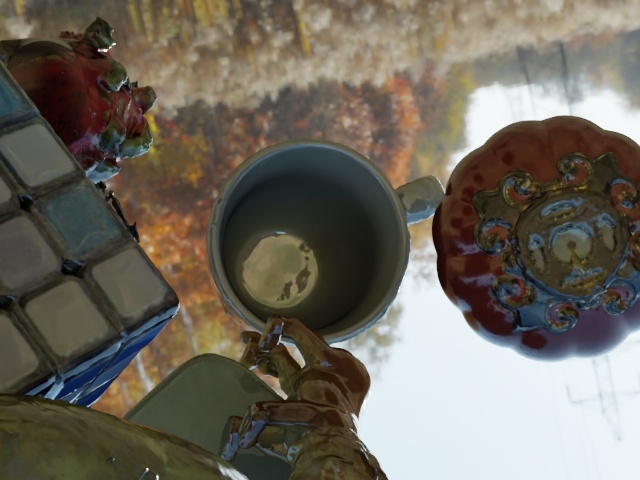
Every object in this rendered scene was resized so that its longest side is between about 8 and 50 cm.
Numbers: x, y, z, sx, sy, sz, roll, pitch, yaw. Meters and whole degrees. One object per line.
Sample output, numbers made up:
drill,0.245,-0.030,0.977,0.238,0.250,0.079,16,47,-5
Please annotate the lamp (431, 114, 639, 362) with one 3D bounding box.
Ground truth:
lamp,0.215,-0.001,1.012,0.226,0.227,0.227,-12,-173,2

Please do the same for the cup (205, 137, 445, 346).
cup,0.000,0.000,1.318,0.301,0.227,0.257,-23,178,-13

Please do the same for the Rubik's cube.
Rubik's cube,-0.325,0.054,0.763,0.293,0.292,0.287,-35,172,-43

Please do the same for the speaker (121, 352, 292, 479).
speaker,-0.025,0.313,1.048,0.183,0.406,0.184,-43,166,-32

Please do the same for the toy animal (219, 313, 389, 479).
toy animal,-0.003,0.164,0.993,0.157,0.097,0.312,28,-157,-9

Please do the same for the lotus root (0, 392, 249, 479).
lotus root,-0.117,0.161,0.532,0.173,0.173,0.309,-8,161,35

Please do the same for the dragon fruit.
dragon fruit,-0.229,-0.121,1.006,0.166,0.160,0.172,-50,-171,4
